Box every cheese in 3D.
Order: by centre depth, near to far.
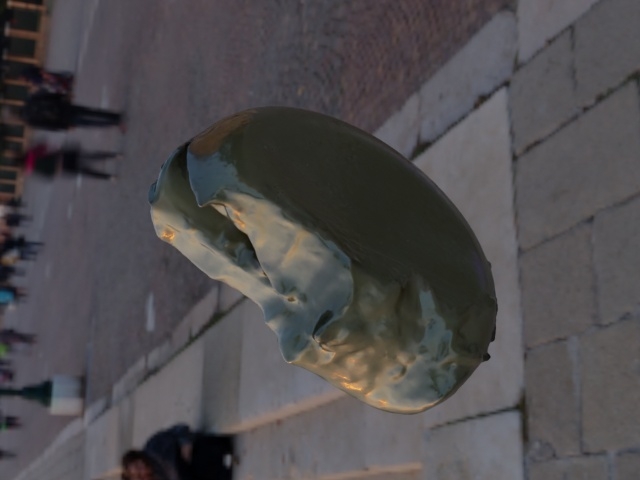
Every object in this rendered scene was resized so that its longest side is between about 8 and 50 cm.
[{"bbox_3d":[0.000,0.000,0.591,0.091,0.202,0.175,-49,20,32],"label":"cheese"}]
